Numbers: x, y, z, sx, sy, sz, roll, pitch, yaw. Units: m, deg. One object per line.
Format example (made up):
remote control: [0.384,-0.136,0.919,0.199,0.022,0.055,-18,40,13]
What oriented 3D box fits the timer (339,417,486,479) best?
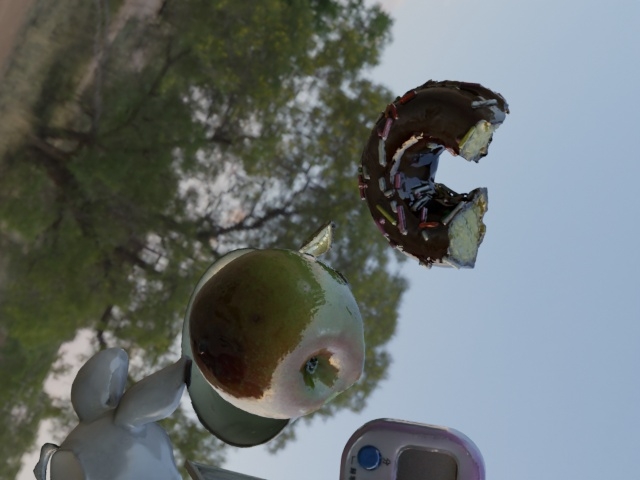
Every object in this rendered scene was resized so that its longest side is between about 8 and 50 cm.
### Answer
timer: [0.118,0.343,1.175,0.069,0.190,0.209,-12,109,-77]

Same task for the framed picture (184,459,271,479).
framed picture: [-0.112,0.519,1.807,0.232,0.314,0.024,3,-106,72]

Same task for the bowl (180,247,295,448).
bowl: [-0.076,0.173,1.430,0.313,0.146,0.314,-8,-102,43]

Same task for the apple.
apple: [-0.055,0.107,1.077,0.207,0.174,0.188,-51,-145,-12]

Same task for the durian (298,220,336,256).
durian: [-0.005,-0.009,1.817,0.130,0.066,0.052,-44,-127,40]

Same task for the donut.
donut: [0.187,-0.128,1.595,0.136,0.259,0.345,-21,128,-52]

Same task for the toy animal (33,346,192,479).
toy animal: [-0.222,0.289,1.006,0.208,0.154,0.326,1,-95,35]
